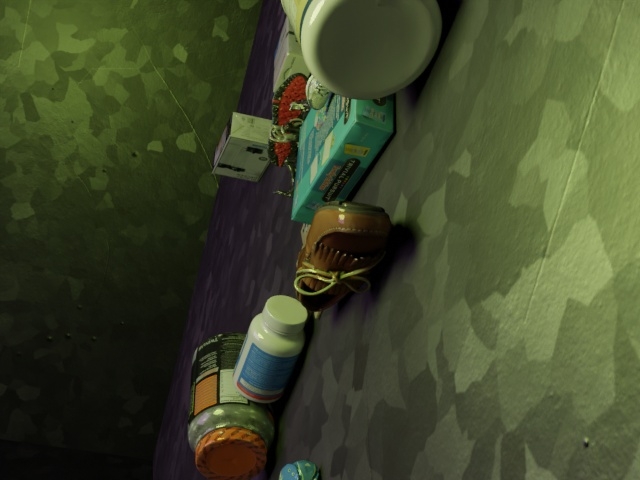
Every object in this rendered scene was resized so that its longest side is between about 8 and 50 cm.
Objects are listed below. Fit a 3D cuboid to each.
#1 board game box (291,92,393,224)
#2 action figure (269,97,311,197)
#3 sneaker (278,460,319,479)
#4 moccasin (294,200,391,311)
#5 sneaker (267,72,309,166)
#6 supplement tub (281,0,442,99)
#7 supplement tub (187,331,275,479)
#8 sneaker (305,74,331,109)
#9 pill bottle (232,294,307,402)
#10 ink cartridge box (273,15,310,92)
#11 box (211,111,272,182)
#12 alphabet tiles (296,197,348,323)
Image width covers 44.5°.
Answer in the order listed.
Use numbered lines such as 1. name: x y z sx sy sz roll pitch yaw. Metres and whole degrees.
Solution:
1. board game box: 0.042 -0.219 1.558 0.336 0.079 0.253 127 153 -52
2. action figure: -0.055 -0.239 1.847 0.164 0.141 0.275 -122 43 -86
3. sneaker: -0.044 0.447 1.334 0.240 0.091 0.126 -174 97 -76
4. moccasin: 0.024 0.038 1.319 0.380 0.139 0.146 135 143 -65
5. sneaker: -0.098 -0.343 2.162 0.125 0.104 0.261 -106 32 -65
6. supplement tub: 0.054 -0.408 1.328 0.316 0.228 0.228 -107 32 -47
7. supplement tub: -0.203 0.377 1.781 0.316 0.194 0.193 -97 24 -53
8. sneaker: 0.010 -0.313 1.512 0.058 0.052 0.135 -113 40 -59
9. pill bottle: -0.103 0.230 1.667 0.124 0.124 0.221 -98 25 -54
10. ink cartridge box: -0.078 -0.534 2.271 0.148 0.086 0.203 116 159 -44
11. box: -0.241 -0.296 2.534 0.290 0.169 0.087 136 141 -63
12. alphabet tiles: 0.000 0.000 1.692 0.342 0.011 0.285 -102 28 -57
